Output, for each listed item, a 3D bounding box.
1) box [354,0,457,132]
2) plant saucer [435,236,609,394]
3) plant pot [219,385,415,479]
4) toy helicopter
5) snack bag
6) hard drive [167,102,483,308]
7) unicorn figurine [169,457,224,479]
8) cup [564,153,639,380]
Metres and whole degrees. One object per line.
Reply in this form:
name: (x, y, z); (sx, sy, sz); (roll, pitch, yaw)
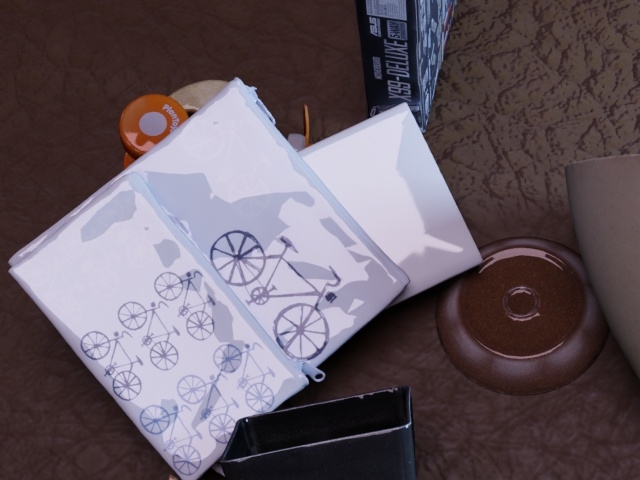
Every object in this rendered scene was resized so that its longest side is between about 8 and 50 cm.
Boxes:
box: (0.109, -0.309, 1.898); (0.076, 0.307, 0.242); (10, 65, 10)
plant saucer: (0.227, 0.076, 1.828); (0.198, 0.036, 0.199); (-4, 61, 8)
plant pot: (0.014, 0.261, 1.639); (0.188, 0.187, 0.167); (-11, 96, 4)
toy helicopter: (-0.079, -0.034, 1.909); (0.235, 0.140, 0.355); (-21, 71, -12)
snack bag: (-0.115, 0.039, 1.775); (0.342, 0.037, 0.323); (-39, 82, -6)
hard drive: (0.000, 0.000, 1.824); (0.307, 0.040, 0.203); (-25, 84, -5)
unicorn figurine: (-0.103, 0.275, 1.770); (0.111, 0.060, 0.162); (42, 90, 16)
cup: (0.419, 0.038, 1.686); (0.331, 0.331, 0.237); (0, 88, 10)
